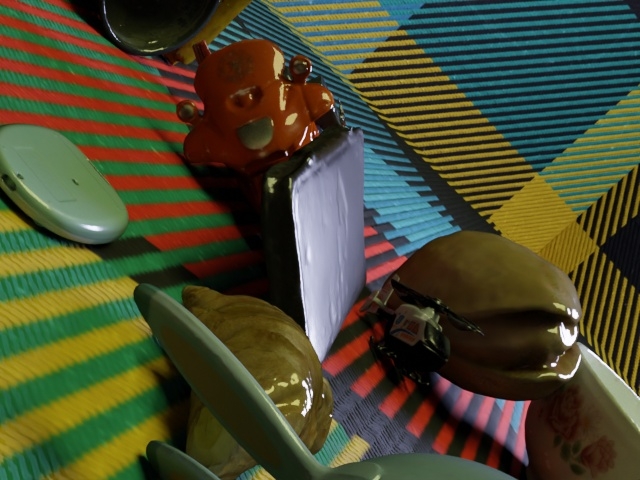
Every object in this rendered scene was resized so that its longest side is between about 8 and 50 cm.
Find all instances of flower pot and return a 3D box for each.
[{"bbox_3d":[-0.189,-0.284,1.360,0.107,0.157,0.157,39,3,38],"label":"flower pot"}]

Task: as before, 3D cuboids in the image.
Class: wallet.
[{"bbox_3d":[0.000,0.000,1.060,0.309,0.042,0.165,-50,135,-73],"label":"wallet"}]

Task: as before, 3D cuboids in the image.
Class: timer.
[{"bbox_3d":[-0.005,0.145,0.522,0.255,0.175,0.175,22,2,18],"label":"timer"}]

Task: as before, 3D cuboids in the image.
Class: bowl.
[{"bbox_3d":[0.316,0.255,1.387,0.277,0.145,0.277,47,8,-9],"label":"bowl"}]

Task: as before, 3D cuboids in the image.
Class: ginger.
[{"bbox_3d":[-0.039,0.076,0.753,0.205,0.081,0.115,36,45,-82],"label":"ginger"}]

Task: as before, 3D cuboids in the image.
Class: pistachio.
[{"bbox_3d":[0.170,0.077,1.376,0.181,0.162,0.293,-2,17,-22],"label":"pistachio"}]

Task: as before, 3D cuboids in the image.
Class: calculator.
[{"bbox_3d":[-0.164,-0.036,0.824,0.095,0.021,0.153,49,13,6],"label":"calculator"}]

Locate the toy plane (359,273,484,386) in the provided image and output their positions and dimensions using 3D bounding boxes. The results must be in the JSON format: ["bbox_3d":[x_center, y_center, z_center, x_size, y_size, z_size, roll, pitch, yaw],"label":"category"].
[{"bbox_3d":[0.087,0.085,1.276,0.053,0.078,0.197,41,-3,-23],"label":"toy plane"}]

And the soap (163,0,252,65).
[{"bbox_3d":[-0.108,-0.375,1.511,0.096,0.324,0.204,39,12,-41],"label":"soap"}]

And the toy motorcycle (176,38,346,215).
[{"bbox_3d":[-0.046,-0.101,1.288,0.326,0.148,0.221,-94,163,-71],"label":"toy motorcycle"}]
